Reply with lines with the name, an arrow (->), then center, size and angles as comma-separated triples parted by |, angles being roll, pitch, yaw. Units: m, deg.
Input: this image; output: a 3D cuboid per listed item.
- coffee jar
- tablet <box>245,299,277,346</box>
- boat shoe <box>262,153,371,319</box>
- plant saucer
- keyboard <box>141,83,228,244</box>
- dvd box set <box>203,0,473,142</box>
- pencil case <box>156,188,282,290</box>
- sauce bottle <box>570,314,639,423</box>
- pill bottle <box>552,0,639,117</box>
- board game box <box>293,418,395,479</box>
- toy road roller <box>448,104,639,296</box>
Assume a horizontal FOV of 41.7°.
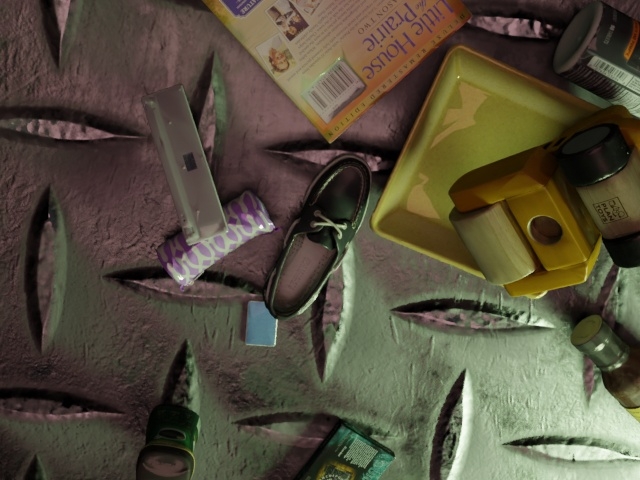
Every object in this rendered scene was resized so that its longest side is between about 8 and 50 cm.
coffee jar -> -0.259, 0.357, 1.437 | 0.096, 0.184, 0.079 | 11, 104, -6
tablet -> -0.104, 0.146, 1.483 | 0.054, 0.006, 0.083 | 4, 104, -4
boat shoe -> 0.000, 0.000, 1.404 | 0.114, 0.091, 0.302 | 23, 101, -7
plant saucer -> 0.289, -0.113, 1.401 | 0.333, 0.081, 0.332 | 23, 103, -8
keyboard -> -0.220, -0.123, 1.358 | 0.072, 0.014, 0.256 | -18, 86, -3
dvd box set -> -0.011, -0.408, 1.312 | 0.308, 0.062, 0.420 | -42, 103, 7
pencil case -> -0.173, -0.001, 1.397 | 0.206, 0.086, 0.088 | -33, 90, 6
sauce bottle -> 0.587, 0.266, 1.506 | 0.111, 0.111, 0.344 | -44, 103, 8
pill bottle -> 0.510, -0.272, 1.347 | 0.246, 0.130, 0.130 | 24, 102, -10
board game box -> 0.035, 0.436, 1.559 | 0.126, 0.026, 0.186 | 34, 100, -12
toy road roller -> 0.388, -0.075, 1.302 | 0.330, 0.240, 0.202 | -20, 110, 41
